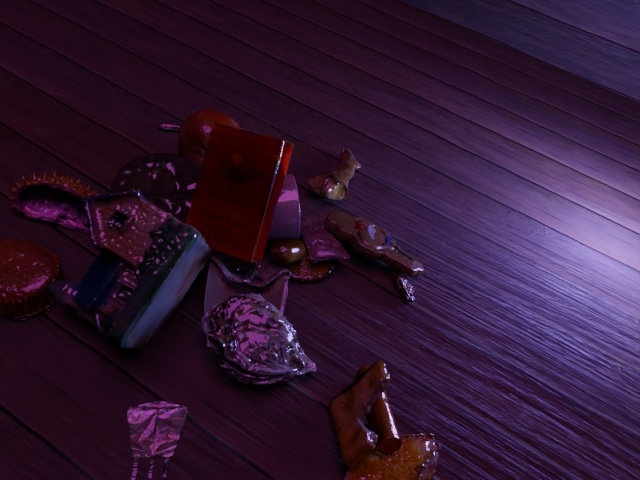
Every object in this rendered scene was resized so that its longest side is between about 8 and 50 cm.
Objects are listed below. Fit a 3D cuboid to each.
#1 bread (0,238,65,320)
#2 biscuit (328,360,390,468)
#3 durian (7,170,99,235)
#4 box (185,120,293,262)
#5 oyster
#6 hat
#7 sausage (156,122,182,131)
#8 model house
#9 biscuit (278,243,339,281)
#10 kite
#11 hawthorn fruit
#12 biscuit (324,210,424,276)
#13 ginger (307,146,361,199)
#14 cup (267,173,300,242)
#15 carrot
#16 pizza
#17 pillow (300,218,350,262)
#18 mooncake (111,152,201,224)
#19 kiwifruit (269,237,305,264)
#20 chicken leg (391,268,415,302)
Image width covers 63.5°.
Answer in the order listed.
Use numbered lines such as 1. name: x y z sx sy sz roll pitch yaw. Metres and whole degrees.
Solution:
1. bread: -0.723 0.085 1.238 0.199 0.104 0.199 6 50 -7
2. biscuit: 0.093 0.374 1.117 0.039 0.174 0.183 38 21 -30
3. durian: -0.712 -0.126 1.432 0.260 0.154 0.186 12 22 -12
4. box: -0.208 -0.122 1.307 0.197 0.314 0.089 17 5 12
5. oyster: -0.150 0.245 1.211 0.198 0.112 0.268 -33 79 -28
6. hat: -0.200 0.142 1.337 0.214 0.149 0.245 14 83 -8
7. sausage: -0.456 -0.380 1.766 0.198 0.025 0.029 3 63 -10
8. model house: -0.452 0.053 1.176 0.280 0.245 0.312 32 80 5
9. biscuit: -0.018 0.059 1.474 0.126 0.025 0.206 36 51 20
10. kite: -0.353 0.440 1.070 0.127 0.016 0.230 3 45 -6
11. hawthorn fruit: -0.352 -0.320 1.618 0.210 0.211 0.262 -14 47 -23
12. biscuit: 0.160 0.004 1.512 0.319 0.047 0.183 38 30 17
13. ginger: 0.052 -0.220 1.708 0.131 0.086 0.295 13 39 11
14. cup: -0.180 -0.100 1.486 0.200 0.192 0.253 -5 29 -12
15. carrot: 0.126 0.373 1.174 0.067 0.067 0.225 2 31 -11
16. pizza: 0.147 0.506 1.085 0.189 0.071 0.297 17 41 27
17. pillow: 0.000 0.000 1.484 0.118 0.043 0.185 -6 42 -19
18. mooncake: -0.430 -0.108 1.439 0.290 0.161 0.291 7 49 -8
19. kiwifruit: -0.087 0.028 1.403 0.075 0.075 0.124 41 22 22
20. chicken leg: 0.232 0.115 1.475 0.062 0.037 0.145 7 44 -37
